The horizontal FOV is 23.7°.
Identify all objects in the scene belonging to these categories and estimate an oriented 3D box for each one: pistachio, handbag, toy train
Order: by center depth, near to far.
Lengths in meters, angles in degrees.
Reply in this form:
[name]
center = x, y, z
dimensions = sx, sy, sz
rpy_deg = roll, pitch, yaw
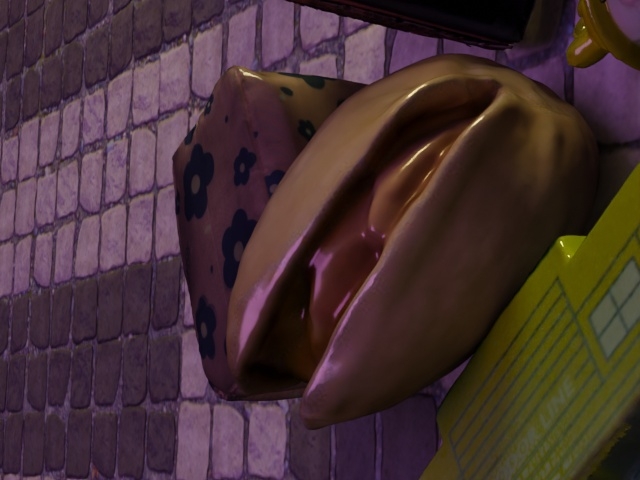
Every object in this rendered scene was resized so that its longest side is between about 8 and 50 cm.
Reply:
[toy train]
center = 0.189, 0.146, 0.910
dimensions = 0.442, 0.179, 0.272
rpy_deg = -61, 29, 35
[pistachio]
center = 0.062, -0.004, 1.045
dimensions = 0.193, 0.318, 0.214
rpy_deg = 33, 158, 26
[handbag]
center = 0.000, 0.000, 1.237
dimensions = 0.190, 0.193, 0.251
rpy_deg = -53, 43, 50

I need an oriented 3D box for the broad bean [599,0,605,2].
[broad bean]
center = 0.172, -0.314, 0.933
dimensions = 0.061, 0.077, 0.339
rpy_deg = -9, 86, 31

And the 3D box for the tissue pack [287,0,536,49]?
[tissue pack]
center = 0.022, -0.290, 1.127
dimensions = 0.123, 0.332, 0.245
rpy_deg = -94, 18, -72

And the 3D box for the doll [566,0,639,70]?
[doll]
center = 0.239, -0.178, 0.947
dimensions = 0.241, 0.098, 0.135
rpy_deg = -34, 64, 51
